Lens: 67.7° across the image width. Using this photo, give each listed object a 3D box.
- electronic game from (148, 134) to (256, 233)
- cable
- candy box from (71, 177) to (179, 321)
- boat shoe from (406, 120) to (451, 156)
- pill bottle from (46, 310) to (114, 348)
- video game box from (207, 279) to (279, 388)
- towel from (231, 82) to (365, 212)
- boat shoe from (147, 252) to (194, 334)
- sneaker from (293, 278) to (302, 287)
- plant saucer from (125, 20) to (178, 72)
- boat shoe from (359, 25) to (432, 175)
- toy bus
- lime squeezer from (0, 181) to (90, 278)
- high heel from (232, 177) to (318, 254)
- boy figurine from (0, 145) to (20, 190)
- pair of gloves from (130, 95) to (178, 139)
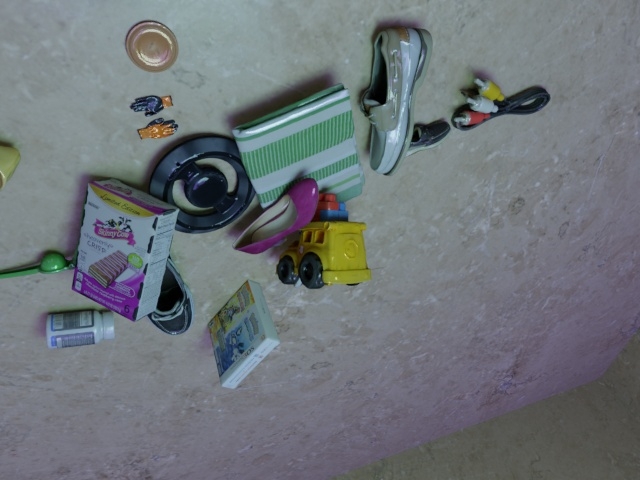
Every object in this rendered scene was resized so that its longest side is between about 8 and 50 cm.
[{"bbox_3d":[-0.236,-0.110,0.985,0.229,0.048,0.229,-20,135,-21],"label":"electronic game"},{"bbox_3d":[0.426,-0.305,1.126,0.287,0.072,0.139,0,135,-27],"label":"cable"},{"bbox_3d":[-0.379,0.019,0.920,0.071,0.159,0.233,-37,148,-67],"label":"candy box"},{"bbox_3d":[0.230,-0.238,1.099,0.152,0.056,0.049,-27,141,-1],"label":"boat shoe"},{"bbox_3d":[-0.546,0.202,1.093,0.137,0.078,0.078,-2,130,-25],"label":"pill bottle"},{"bbox_3d":[-0.200,0.233,1.206,0.187,0.205,0.048,-46,132,16],"label":"video game box"},{"bbox_3d":[-0.031,-0.161,1.018,0.248,0.038,0.325,-24,148,-4],"label":"towel"},{"bbox_3d":[-0.363,0.127,1.087,0.121,0.119,0.335,-18,135,-12],"label":"boat shoe"},{"bbox_3d":[-0.015,0.066,1.252,0.085,0.058,0.152,10,118,-23],"label":"sneaker"},{"bbox_3d":[-0.279,-0.320,0.796,0.083,0.013,0.083,-14,135,-15],"label":"plant saucer"},{"bbox_3d":[0.133,-0.279,0.982,0.103,0.113,0.302,-4,120,-22],"label":"boat shoe"},{"bbox_3d":[0.000,0.000,1.093,0.149,0.220,0.211,-2,91,-38],"label":"toy bus"},{"bbox_3d":[-0.531,0.021,0.952,0.310,0.059,0.110,-35,136,8],"label":"lime squeezer"},{"bbox_3d":[-0.098,-0.049,1.022,0.117,0.082,0.244,-11,160,-39],"label":"high heel"},{"bbox_3d":[-0.638,-0.098,0.765,0.285,0.092,0.177,-8,130,-16],"label":"boy figurine"},{"bbox_3d":[-0.303,-0.224,0.875,0.074,0.010,0.083,-14,134,-14],"label":"pair of gloves"}]
